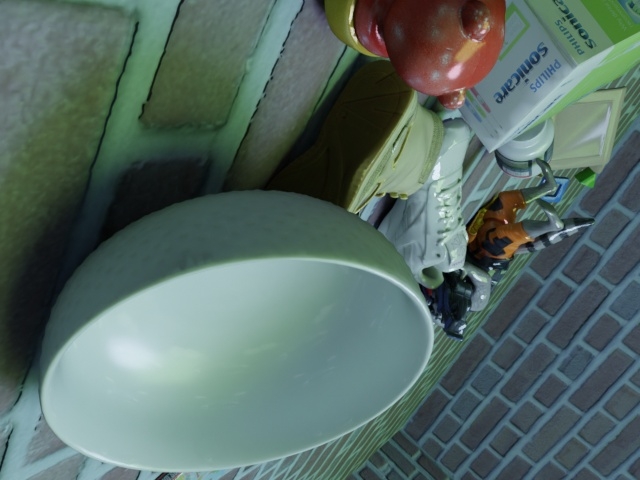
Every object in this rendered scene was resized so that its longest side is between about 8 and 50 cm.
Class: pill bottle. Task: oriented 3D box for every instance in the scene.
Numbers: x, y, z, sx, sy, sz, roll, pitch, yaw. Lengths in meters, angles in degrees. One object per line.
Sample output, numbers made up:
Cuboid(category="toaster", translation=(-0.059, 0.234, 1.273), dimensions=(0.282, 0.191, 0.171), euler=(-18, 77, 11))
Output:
Cuboid(category="pill bottle", translation=(0.367, -0.187, 1.141), dimensions=(0.108, 0.108, 0.180), euler=(-51, 159, 3))

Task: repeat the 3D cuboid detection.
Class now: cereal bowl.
Cuboid(category="cereal bowl", translation=(-0.074, 0.076, 0.579), dimensions=(0.339, 0.141, 0.339), euler=(-9, 140, -8))

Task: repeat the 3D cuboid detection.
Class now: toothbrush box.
Cuboid(category="toothbrush box", translation=(0.326, -0.258, 0.794), dimensions=(0.283, 0.122, 0.206), euler=(-31, 171, -20))

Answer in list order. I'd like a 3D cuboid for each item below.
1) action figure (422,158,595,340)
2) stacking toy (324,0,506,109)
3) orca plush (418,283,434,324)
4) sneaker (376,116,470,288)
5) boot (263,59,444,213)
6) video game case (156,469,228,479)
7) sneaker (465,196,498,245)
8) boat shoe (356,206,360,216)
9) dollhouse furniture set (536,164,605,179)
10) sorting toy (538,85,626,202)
Cuboid(category="action figure", translation=(0.292, 0.051, 1.079), dimensions=(0.330, 0.179, 0.341), euler=(-51, -163, 32))
Cuboid(category="stacking toy", translation=(0.147, -0.262, 0.444), dimensions=(0.280, 0.130, 0.309), euler=(-26, 148, -12))
Cuboid(category="orca plush", translation=(0.300, 0.092, 1.486), dimensions=(0.287, 0.151, 0.102), euler=(-26, 116, -32))
Cuboid(category="sneaker", translation=(0.180, -0.048, 0.944), dimensions=(0.114, 0.152, 0.305), euler=(-30, 151, -30))
Cuboid(category="boot", translation=(0.039, -0.063, 0.732), dimensions=(0.262, 0.095, 0.203), euler=(-56, 160, 10))
Cuboid(category="video game case", translation=(-0.220, 0.410, 1.100), dimensions=(0.285, 0.025, 0.204), euler=(-39, 156, -26))
Cuboid(category="sneaker", translation=(0.378, -0.039, 1.498), dimensions=(0.175, 0.064, 0.067), euler=(-47, 139, -21))
Cuboid(category="boat shoe", translation=(0.001, 0.001, 0.817), dimensions=(0.133, 0.049, 0.042), euler=(-48, 167, 8))
Cuboid(category="dollhouse furniture set", translation=(0.574, -0.167, 1.505), dimensions=(0.101, 0.161, 0.182), euler=(-42, 157, -19))
Cuboid(category="sorting toy", translation=(0.532, -0.237, 1.328), dimensions=(0.196, 0.047, 0.347), euler=(-9, 129, -4))
